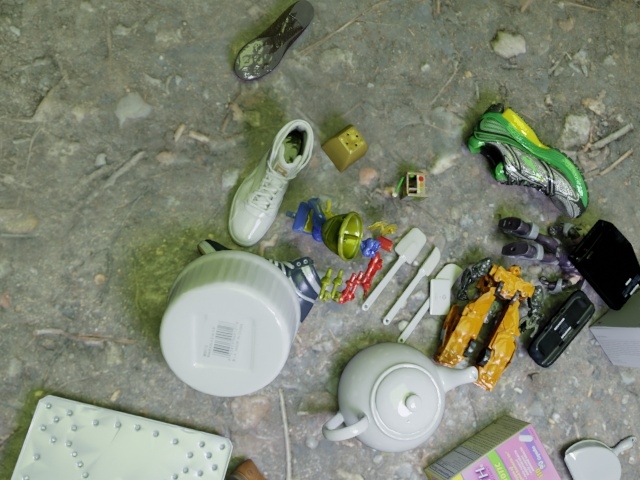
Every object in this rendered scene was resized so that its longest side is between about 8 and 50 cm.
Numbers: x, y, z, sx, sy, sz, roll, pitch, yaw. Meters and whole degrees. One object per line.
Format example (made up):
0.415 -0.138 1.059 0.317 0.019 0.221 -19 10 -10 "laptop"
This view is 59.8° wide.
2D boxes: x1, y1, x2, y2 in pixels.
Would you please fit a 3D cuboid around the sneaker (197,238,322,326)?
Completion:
-0.119 0.057 1.205 0.282 0.099 0.153 41 80 -10 "sneaker"

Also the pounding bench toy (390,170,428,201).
0.209 -0.132 1.327 0.083 0.052 0.065 2 81 -12 "pounding bench toy"

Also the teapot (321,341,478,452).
0.159 0.337 1.180 0.252 0.187 0.256 26 78 -7 "teapot"

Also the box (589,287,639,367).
0.793 0.207 1.335 0.181 0.182 0.119 -34 90 -14 "box"

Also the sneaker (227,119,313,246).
-0.110 -0.129 1.201 0.108 0.169 0.293 27 79 -9 "sneaker"

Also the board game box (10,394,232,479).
-0.414 0.541 1.097 0.389 0.050 0.390 17 78 -9 "board game box"

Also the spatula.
0.210 0.107 1.310 0.168 0.019 0.242 43 76 -11 "spatula"

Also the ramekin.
-0.180 0.171 1.097 0.277 0.135 0.277 0 110 0 "ramekin"

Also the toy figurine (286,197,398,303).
0.000 0.000 1.168 0.217 0.362 0.191 27 97 20 "toy figurine"

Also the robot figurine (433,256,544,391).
0.390 0.185 1.297 0.211 0.085 0.291 31 77 1 "robot figurine"

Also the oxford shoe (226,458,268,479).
-0.110 0.550 1.155 0.076 0.076 0.212 -38 104 -54 "oxford shoe"

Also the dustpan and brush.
0.686 0.529 1.337 0.211 0.060 0.147 -24 89 -7 "dustpan and brush"

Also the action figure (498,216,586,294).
0.569 0.028 1.360 0.284 0.099 0.186 20 71 -23 "action figure"

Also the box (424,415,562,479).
0.396 0.551 1.234 0.242 0.117 0.214 -27 88 -14 "box"

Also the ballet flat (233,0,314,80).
-0.111 -0.471 1.314 0.084 0.058 0.250 44 81 -25 "ballet flat"

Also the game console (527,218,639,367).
0.619 0.142 1.328 0.213 0.044 0.361 41 88 -26 "game console"

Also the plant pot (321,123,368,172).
0.062 -0.221 1.294 0.081 0.083 0.081 -38 91 -14 "plant pot"

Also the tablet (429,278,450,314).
0.284 0.134 1.318 0.054 0.006 0.083 3 89 -20 "tablet"

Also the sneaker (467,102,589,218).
0.504 -0.170 1.371 0.343 0.134 0.146 42 83 6 "sneaker"
